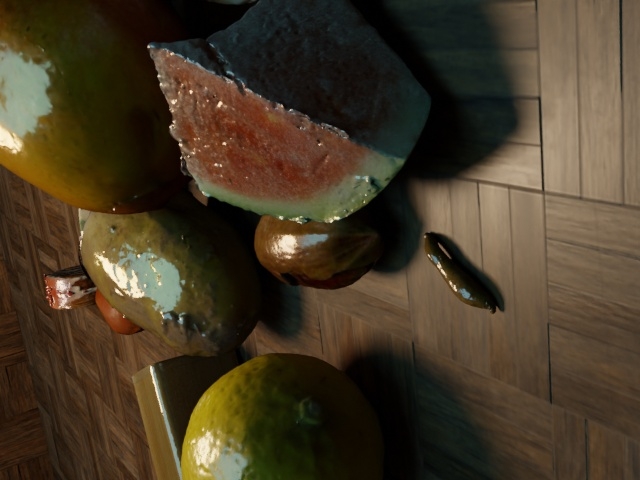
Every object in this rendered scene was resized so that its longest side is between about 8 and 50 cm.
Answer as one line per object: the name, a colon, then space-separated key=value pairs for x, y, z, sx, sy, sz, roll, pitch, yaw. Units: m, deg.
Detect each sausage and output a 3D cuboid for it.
sausage: x=-0.338 y=0.096 z=1.529 sx=0.258 sy=0.133 sz=0.133 roll=-44 pitch=67 yaw=53

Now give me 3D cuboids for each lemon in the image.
lemon: x=-0.048 y=0.271 z=1.012 sx=0.245 sy=0.245 sz=0.320 roll=58 pitch=150 yaw=25

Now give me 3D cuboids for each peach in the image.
peach: x=-0.301 y=-0.196 z=1.066 sx=0.372 sy=0.290 sz=0.373 roll=9 pitch=113 yaw=21

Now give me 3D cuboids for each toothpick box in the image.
toothpick box: x=-0.186 y=0.341 z=1.349 sx=0.190 sy=0.187 sz=0.308 roll=-36 pitch=69 yaw=60

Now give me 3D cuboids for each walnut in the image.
walnut: x=0.000 y=0.000 z=0.941 sx=0.207 sy=0.115 sz=0.116 roll=-8 pitch=97 yaw=52

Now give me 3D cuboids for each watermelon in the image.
watermelon: x=-0.040 y=-0.126 z=0.832 sx=0.310 sy=0.193 sz=0.232 roll=10 pitch=128 yaw=64

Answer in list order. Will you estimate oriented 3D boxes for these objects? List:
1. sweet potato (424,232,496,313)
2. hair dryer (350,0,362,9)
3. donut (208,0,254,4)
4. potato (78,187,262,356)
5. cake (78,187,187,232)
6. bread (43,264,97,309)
sweet potato: x=0.130 y=0.033 z=0.811 sx=0.115 sy=0.026 sz=0.026 roll=51 pitch=143 yaw=32
hair dryer: x=0.044 y=-0.301 z=0.773 sx=0.114 sy=0.070 sz=0.248 roll=62 pitch=157 yaw=17
donut: x=-0.150 y=-0.456 z=0.927 sx=0.382 sy=0.142 sz=0.383 roll=32 pitch=129 yaw=49
potato: x=-0.197 y=0.053 z=1.205 sx=0.266 sy=0.229 sz=0.229 roll=38 pitch=135 yaw=39
cake: x=-0.368 y=-0.089 z=1.448 sx=0.283 sy=0.172 sz=0.158 roll=43 pitch=136 yaw=44
bread: x=-0.517 y=0.095 z=1.794 sx=0.160 sy=0.160 sz=0.073 roll=13 pitch=113 yaw=57
